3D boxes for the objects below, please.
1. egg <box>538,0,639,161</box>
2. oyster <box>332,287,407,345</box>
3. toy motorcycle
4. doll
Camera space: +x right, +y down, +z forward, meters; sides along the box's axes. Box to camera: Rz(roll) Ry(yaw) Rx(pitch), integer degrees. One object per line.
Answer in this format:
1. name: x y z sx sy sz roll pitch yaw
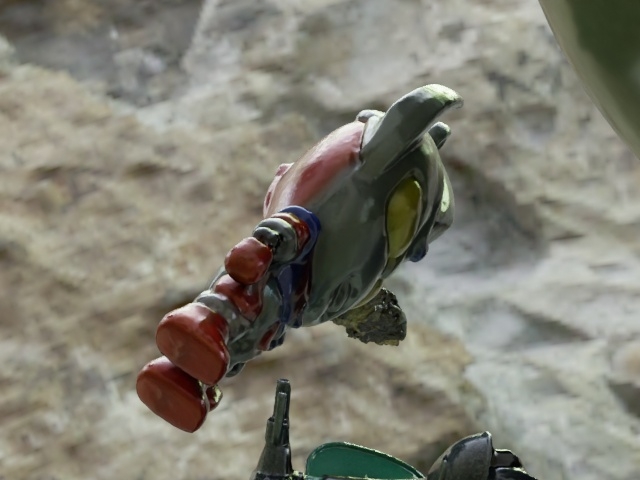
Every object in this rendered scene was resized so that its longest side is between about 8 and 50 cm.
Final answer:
1. egg: 0.194 -0.139 0.628 0.258 0.352 0.258 -24 -149 16
2. oyster: 0.043 0.067 1.408 0.054 0.083 0.019 -28 -126 12
3. toy motorcycle: 0.007 0.120 0.598 0.100 0.173 0.058 18 -141 -11
4. doll: 0.001 0.000 0.650 0.062 0.104 0.194 21 -142 22
